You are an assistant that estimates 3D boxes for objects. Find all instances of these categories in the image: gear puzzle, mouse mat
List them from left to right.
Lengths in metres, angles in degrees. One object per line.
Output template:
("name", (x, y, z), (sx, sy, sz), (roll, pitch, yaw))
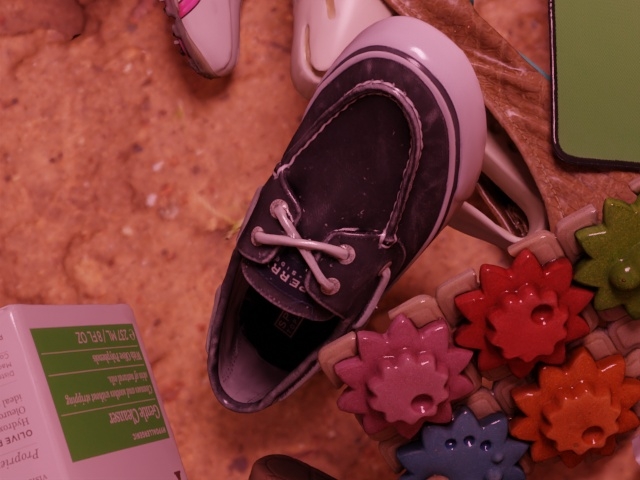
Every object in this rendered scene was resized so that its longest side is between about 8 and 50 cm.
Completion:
("gear puzzle", (0.182, 0.057, 0.898), (0.339, 0.044, 0.175), (-29, 120, 7))
("mouse mat", (0.208, -0.133, 0.919), (0.152, 0.007, 0.190), (4, 76, -15))

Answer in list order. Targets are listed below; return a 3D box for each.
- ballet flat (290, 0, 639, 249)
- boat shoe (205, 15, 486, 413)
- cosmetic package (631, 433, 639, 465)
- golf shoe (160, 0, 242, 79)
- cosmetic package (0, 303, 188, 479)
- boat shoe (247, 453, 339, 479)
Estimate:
("ballet flat", (0.062, -0.099, 0.934), (0.124, 0.116, 0.342), (-42, 89, -18))
("boat shoe", (0.000, 0.000, 0.890), (0.108, 0.102, 0.301), (38, 137, 7))
("cosmetic package", (0.298, 0.185, 0.888), (0.099, 0.060, 0.239), (-41, 87, 9))
("golf shoe", (-0.067, -0.203, 1.019), (0.086, 0.067, 0.186), (-6, 86, 14))
("cosmetic package", (-0.164, 0.236, 0.964), (0.155, 0.197, 0.366), (-22, 84, 13))
("boat shoe", (0.030, 0.212, 0.984), (0.190, 0.068, 0.072), (27, 107, 25))
